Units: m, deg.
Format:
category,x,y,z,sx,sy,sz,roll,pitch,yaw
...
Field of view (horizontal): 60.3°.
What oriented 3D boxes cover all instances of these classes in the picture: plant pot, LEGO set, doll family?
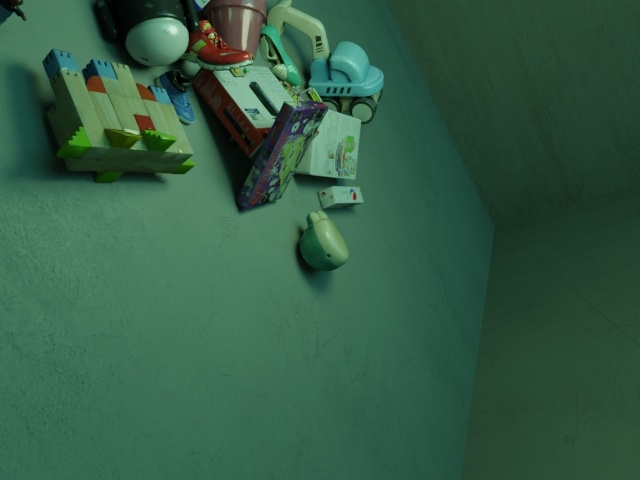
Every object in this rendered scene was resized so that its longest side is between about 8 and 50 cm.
category,x,y,z,sx,sy,sz,roll,pitch,yaw
plant pot,-0.272,-0.672,1.757,0.201,0.201,0.181,0,90,-57
LEGO set,-0.086,-0.524,2.027,0.287,0.107,0.132,39,44,-42
doll family,-0.681,-0.498,1.090,0.193,0.111,0.076,10,66,-56

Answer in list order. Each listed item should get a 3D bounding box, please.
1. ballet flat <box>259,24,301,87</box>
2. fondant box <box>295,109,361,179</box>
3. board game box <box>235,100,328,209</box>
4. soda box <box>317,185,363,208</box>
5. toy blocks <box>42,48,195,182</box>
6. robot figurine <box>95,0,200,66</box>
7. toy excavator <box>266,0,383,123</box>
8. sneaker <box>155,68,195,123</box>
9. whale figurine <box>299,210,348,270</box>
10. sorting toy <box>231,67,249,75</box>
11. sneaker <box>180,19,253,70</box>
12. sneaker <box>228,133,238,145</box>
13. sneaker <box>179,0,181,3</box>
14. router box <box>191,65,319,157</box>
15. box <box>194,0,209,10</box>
category,x,y,z,sx,sy,sz,roll,pitch,yaw
ballet flat,-0.160,-0.665,2.031,0.087,0.083,0.248,-35,105,-32
fondant box,0.026,-0.355,2.049,0.330,0.096,0.239,-3,100,-57
board game box,-0.115,-0.258,1.655,0.056,0.347,0.208,41,30,18
soda box,0.081,-0.166,2.129,0.216,0.073,0.069,-9,81,-58
toy blocks,-0.473,-0.294,1.276,0.381,0.190,0.261,-8,69,-57
robot figurine,-0.451,-0.598,1.448,0.173,0.208,0.279,-5,77,-75
toy excavator,0.031,-0.714,2.165,0.222,0.432,0.446,-68,158,-46
sneaker,-0.381,-0.401,1.528,0.152,0.084,0.058,59,34,-20
whale figurine,0.000,0.000,1.897,0.216,0.141,0.272,54,11,-26
sorting toy,-0.253,-0.531,1.700,0.062,0.012,0.083,50,31,5
sneaker,-0.313,-0.549,1.537,0.107,0.278,0.119,-40,145,-51
sneaker,-0.249,-0.354,1.747,0.071,0.066,0.188,49,30,-2
sneaker,-0.417,-0.679,1.616,0.064,0.086,0.192,58,33,-19
router box,-0.195,-0.415,1.736,0.301,0.082,0.335,52,31,7
box,-0.356,-0.774,1.656,0.072,0.137,0.126,41,9,-37
